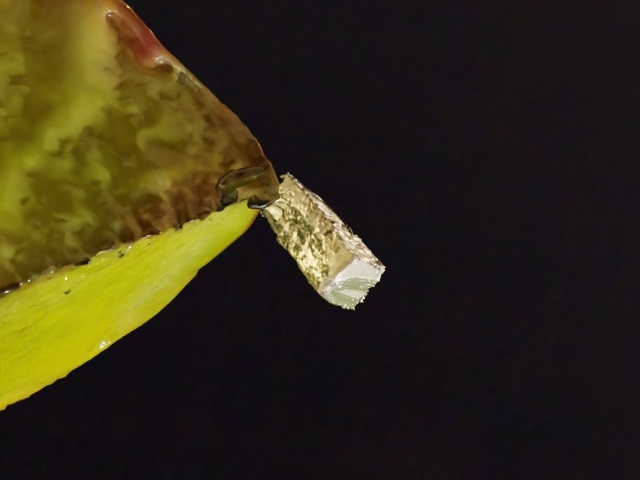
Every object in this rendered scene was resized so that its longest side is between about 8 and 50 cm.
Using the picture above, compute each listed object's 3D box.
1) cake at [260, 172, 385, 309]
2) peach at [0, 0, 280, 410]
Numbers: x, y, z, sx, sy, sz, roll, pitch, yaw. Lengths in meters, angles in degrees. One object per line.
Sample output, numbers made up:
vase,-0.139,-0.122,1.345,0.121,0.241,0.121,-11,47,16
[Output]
cake,0.000,0.000,1.578,0.055,0.051,0.140,28,-163,-42
peach,-0.171,0.000,0.579,0.267,0.154,0.159,-26,-108,-37
